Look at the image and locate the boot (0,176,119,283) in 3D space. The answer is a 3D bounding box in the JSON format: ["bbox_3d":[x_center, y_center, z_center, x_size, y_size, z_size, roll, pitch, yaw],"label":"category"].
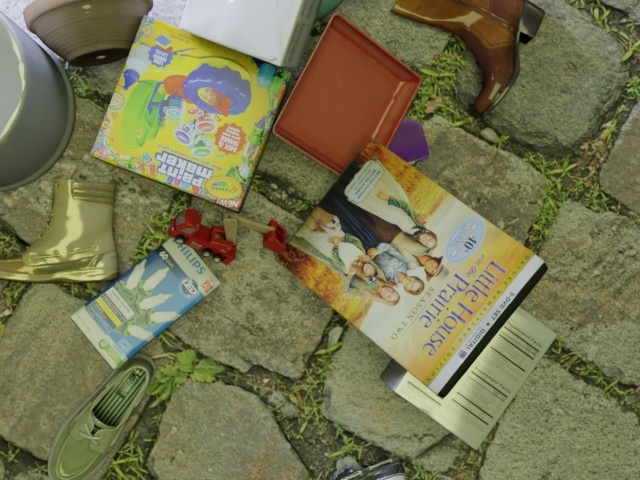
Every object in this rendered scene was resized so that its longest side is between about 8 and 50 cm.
[{"bbox_3d":[-0.520,-0.020,1.885,0.262,0.095,0.203,0,90,-6],"label":"boot"}]

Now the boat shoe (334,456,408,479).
[{"bbox_3d":[0.064,0.489,1.947,0.219,0.077,0.070,-18,57,-1],"label":"boat shoe"}]

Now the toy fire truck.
[{"bbox_3d":[-0.175,-0.014,1.866,0.192,0.135,0.047,29,44,-29],"label":"toy fire truck"}]

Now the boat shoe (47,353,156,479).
[{"bbox_3d":[-0.427,0.346,1.892,0.109,0.094,0.302,34,87,-4],"label":"boat shoe"}]

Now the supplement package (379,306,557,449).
[{"bbox_3d":[0.277,0.224,1.894,0.198,0.199,0.262,36,87,-3],"label":"supplement package"}]

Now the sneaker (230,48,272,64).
[{"bbox_3d":[-0.156,-0.391,1.920,0.152,0.084,0.058,44,87,-3],"label":"sneaker"}]

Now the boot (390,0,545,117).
[{"bbox_3d":[0.272,-0.409,1.949,0.281,0.096,0.264,25,88,-3],"label":"boot"}]

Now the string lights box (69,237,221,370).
[{"bbox_3d":[-0.335,0.116,1.888,0.260,0.077,0.133,-40,93,-14],"label":"string lights box"}]

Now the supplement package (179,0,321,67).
[{"bbox_3d":[-0.103,-0.467,1.764,0.204,0.145,0.261,22,102,9],"label":"supplement package"}]

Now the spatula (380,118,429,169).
[{"bbox_3d":[0.196,-0.100,1.973,0.084,0.030,0.296,-15,91,-1],"label":"spatula"}]

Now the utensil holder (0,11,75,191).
[{"bbox_3d":[-0.629,-0.258,1.734,0.328,0.385,0.327,0,89,-4],"label":"utensil holder"}]

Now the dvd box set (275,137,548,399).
[{"bbox_3d":[0.158,0.043,1.815,0.420,0.062,0.307,40,91,26],"label":"dvd box set"}]

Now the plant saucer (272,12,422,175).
[{"bbox_3d":[0.046,-0.266,1.904,0.259,0.048,0.258,30,87,-38],"label":"plant saucer"}]

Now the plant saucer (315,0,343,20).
[{"bbox_3d":[-0.073,-0.559,1.841,0.318,0.044,0.317,2,100,13],"label":"plant saucer"}]

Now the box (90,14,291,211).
[{"bbox_3d":[-0.239,-0.230,1.869,0.290,0.177,0.279,20,89,-4],"label":"box"}]

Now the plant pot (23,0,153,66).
[{"bbox_3d":[-0.419,-0.391,1.822,0.237,0.237,0.109,-14,88,-4],"label":"plant pot"}]
